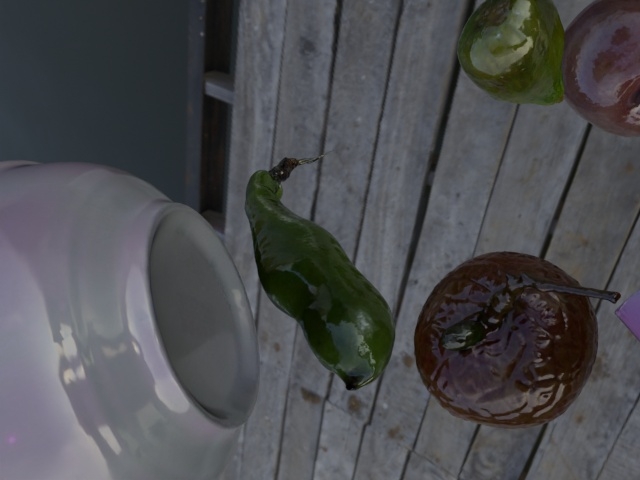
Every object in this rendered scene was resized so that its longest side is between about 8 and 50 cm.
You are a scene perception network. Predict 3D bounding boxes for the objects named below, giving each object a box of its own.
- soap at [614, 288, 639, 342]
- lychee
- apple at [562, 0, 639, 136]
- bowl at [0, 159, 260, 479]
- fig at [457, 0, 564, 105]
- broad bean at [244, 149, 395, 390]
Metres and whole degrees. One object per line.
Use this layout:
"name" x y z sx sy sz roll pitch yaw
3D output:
"soap" 0.583 0.175 0.937 0.259 0.181 0.081 57 132 28
"lychee" 0.109 0.050 0.367 0.115 0.101 0.140 -11 129 21
"apple" 0.600 -0.327 1.185 0.306 0.235 0.305 8 144 6
"bowl" -0.138 0.070 0.438 0.144 0.287 0.286 -17 101 12
"fig" 0.316 -0.311 1.041 0.167 0.233 0.167 -6 73 22
"broad bean" -0.011 0.004 0.530 0.098 0.318 0.056 -20 128 4
